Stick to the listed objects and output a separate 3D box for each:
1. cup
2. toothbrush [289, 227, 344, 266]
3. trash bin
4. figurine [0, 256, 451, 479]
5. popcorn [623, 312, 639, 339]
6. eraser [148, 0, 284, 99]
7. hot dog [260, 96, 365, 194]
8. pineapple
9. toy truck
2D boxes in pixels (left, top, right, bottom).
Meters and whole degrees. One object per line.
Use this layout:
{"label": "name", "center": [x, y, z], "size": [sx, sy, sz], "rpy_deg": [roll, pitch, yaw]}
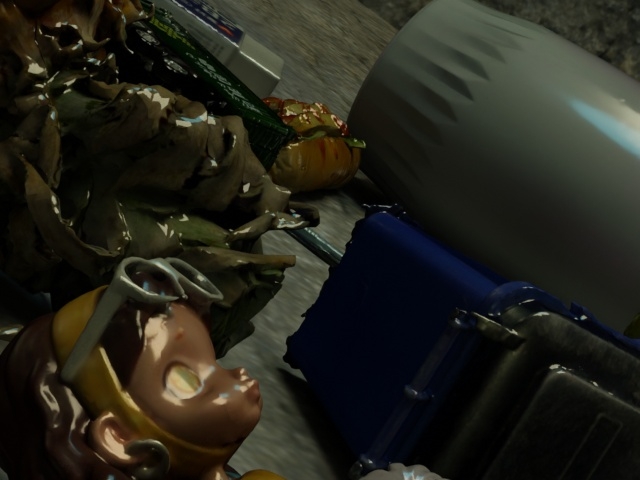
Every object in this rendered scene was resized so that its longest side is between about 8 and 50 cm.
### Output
{"label": "cup", "center": [0.224, -0.061, 1.799], "size": [0.371, 0.253, 0.253], "rpy_deg": [37, 11, 16]}
{"label": "toothbrush", "center": [0.000, 0.000, 1.492], "size": [0.219, 0.019, 0.016], "rpy_deg": [37, -3, 11]}
{"label": "trash bin", "center": [0.078, 0.081, 1.065], "size": [0.184, 0.162, 0.234], "rpy_deg": [29, 8, -29]}
{"label": "figurine", "center": [-0.028, 0.116, 0.706], "size": [0.240, 0.116, 0.174], "rpy_deg": [44, 16, 14]}
{"label": "popcorn", "center": [0.295, 0.126, 1.480], "size": [0.142, 0.174, 0.173], "rpy_deg": [24, 12, -1]}
{"label": "eraser", "center": [-0.136, -0.206, 1.828], "size": [0.210, 0.068, 0.124], "rpy_deg": [34, 11, -7]}
{"label": "hot dog", "center": [-0.019, -0.090, 1.674], "size": [0.104, 0.076, 0.250], "rpy_deg": [38, 10, 13]}
{"label": "pineapple", "center": [-0.124, -0.056, 0.956], "size": [0.272, 0.262, 0.262], "rpy_deg": [51, 15, 13]}
{"label": "toy truck", "center": [-0.147, -0.137, 1.470], "size": [0.259, 0.088, 0.121], "rpy_deg": [44, 16, 34]}
